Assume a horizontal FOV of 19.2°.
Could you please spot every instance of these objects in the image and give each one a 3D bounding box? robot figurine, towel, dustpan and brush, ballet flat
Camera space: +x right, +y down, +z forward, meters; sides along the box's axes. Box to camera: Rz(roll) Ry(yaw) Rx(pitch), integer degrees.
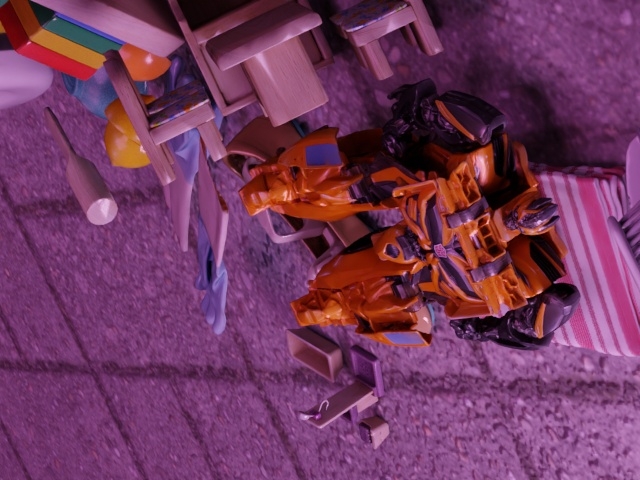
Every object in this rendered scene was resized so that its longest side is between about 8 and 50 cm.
[{"bbox_3d":[0.064,-0.005,1.365,0.291,0.085,0.211,-5,114,58],"label":"robot figurine"},{"bbox_3d":[0.160,0.007,1.346,0.197,0.029,0.144,9,124,53],"label":"towel"},{"bbox_3d":[0.221,0.047,1.194,0.147,0.060,0.211,-79,-36,-74],"label":"dustpan and brush"},{"bbox_3d":[0.000,0.000,1.559,0.232,0.073,0.080,53,151,12],"label":"ballet flat"}]

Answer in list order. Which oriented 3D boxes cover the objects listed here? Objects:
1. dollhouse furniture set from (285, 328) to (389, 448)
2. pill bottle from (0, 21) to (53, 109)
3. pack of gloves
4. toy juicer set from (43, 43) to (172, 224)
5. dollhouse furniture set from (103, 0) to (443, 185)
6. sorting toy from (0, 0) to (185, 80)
[{"bbox_3d":[-0.008,0.140,1.694,0.114,0.081,0.091,29,139,44],"label":"dollhouse furniture set"},{"bbox_3d":[-0.361,-0.283,1.705,0.188,0.188,0.334,-15,86,61],"label":"pill bottle"},{"bbox_3d":[-0.097,-0.042,1.681,0.232,0.046,0.195,98,155,-56],"label":"pack of gloves"},{"bbox_3d":[-0.172,-0.135,1.665,0.329,0.089,0.209,110,144,-52],"label":"toy juicer set"},{"bbox_3d":[-0.056,-0.172,1.353,0.242,0.212,0.161,-123,8,-78],"label":"dollhouse furniture set"},{"bbox_3d":[-0.254,-0.253,1.439,0.089,0.257,0.255,-37,65,19],"label":"sorting toy"}]
